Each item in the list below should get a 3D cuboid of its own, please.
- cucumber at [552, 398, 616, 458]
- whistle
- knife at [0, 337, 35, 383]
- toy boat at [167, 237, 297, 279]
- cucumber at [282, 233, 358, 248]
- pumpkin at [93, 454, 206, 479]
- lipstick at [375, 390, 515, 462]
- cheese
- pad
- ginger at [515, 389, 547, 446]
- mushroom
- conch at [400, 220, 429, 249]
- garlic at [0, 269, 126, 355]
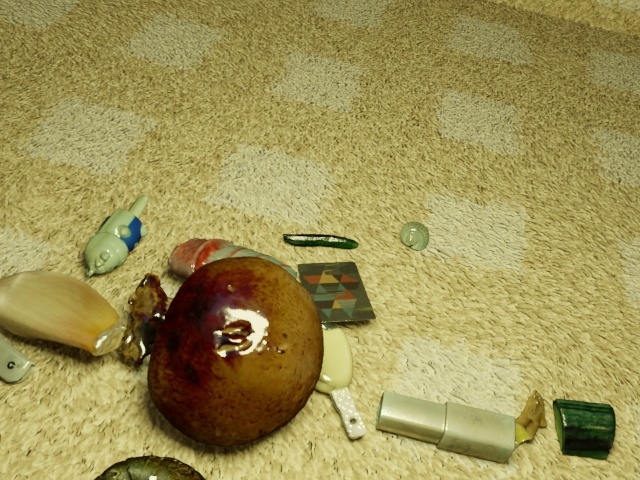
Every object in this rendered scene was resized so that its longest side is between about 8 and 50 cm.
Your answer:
[{"bbox_3d":[0.524,0.364,1.301,0.115,0.062,0.116,6,46,1],"label":"cucumber"},{"bbox_3d":[-0.443,-0.010,1.448,0.092,0.110,0.244,40,45,-17],"label":"whistle"},{"bbox_3d":[-0.666,0.195,1.263,0.265,0.041,0.073,27,60,14],"label":"knife"},{"bbox_3d":[-0.157,0.050,1.385,0.282,0.096,0.206,5,11,28],"label":"toy boat"},{"bbox_3d":[0.000,0.000,1.559,0.184,0.033,0.036,3,23,-7],"label":"cucumber"},{"bbox_3d":[-0.273,0.448,1.018,0.237,0.159,0.238,2,48,-2],"label":"pumpkin"},{"bbox_3d":[0.235,0.351,1.250,0.252,0.079,0.077,11,49,2],"label":"lipstick"},{"bbox_3d":[0.025,0.275,1.299,0.127,0.054,0.252,-11,52,-20],"label":"cheese"},{"bbox_3d":[0.031,0.109,1.447,0.142,0.003,0.211,-2,33,-12],"label":"pad"},{"bbox_3d":[0.411,0.357,1.299,0.057,0.044,0.137,22,44,35],"label":"ginger"},{"bbox_3d":[-0.183,0.213,1.225,0.334,0.356,0.331,25,54,-26],"label":"mushroom"},{"bbox_3d":[0.235,-0.017,1.601,0.076,0.057,0.085,31,50,1],"label":"conch"},{"bbox_3d":[-0.512,0.140,1.279,0.318,0.112,0.143,13,34,21],"label":"garlic"}]
